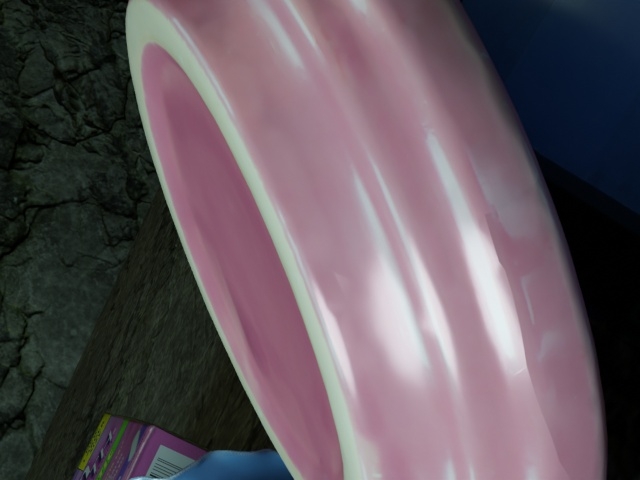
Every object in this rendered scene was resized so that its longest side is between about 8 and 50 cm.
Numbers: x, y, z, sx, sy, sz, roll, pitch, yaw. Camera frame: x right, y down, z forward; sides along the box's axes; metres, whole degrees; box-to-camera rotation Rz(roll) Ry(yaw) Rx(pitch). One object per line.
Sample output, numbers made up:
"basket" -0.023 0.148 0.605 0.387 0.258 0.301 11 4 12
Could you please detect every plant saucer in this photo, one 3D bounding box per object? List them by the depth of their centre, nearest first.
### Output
"plant saucer" 0.000 0.000 0.589 0.084 0.332 0.332 -23 5 -13

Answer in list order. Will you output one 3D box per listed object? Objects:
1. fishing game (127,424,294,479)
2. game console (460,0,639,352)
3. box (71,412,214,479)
"fishing game" -0.074 0.177 0.798 0.264 0.189 0.041 -45 47 18
"game console" 0.144 -0.103 0.493 0.293 0.173 0.250 -60 1 11
"box" -0.143 0.253 1.045 0.213 0.117 0.243 -65 12 -11
